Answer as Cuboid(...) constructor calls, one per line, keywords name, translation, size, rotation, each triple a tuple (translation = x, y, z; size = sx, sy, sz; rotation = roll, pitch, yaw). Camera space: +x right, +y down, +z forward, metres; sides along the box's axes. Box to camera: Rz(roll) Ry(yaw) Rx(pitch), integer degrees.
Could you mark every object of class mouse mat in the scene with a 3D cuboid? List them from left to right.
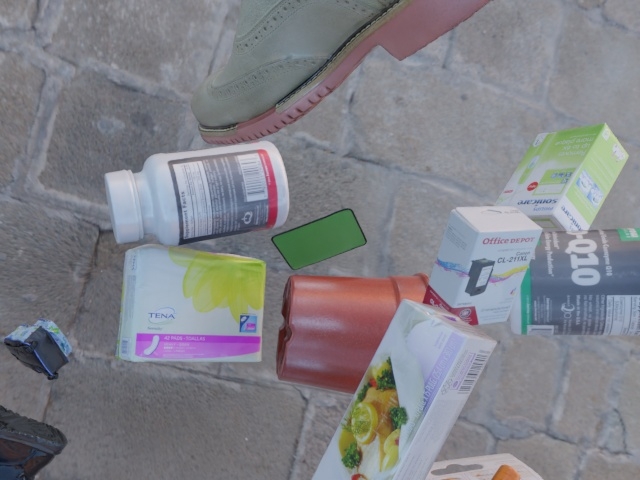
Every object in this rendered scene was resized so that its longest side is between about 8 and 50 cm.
Cuboid(name="mouse mat", translation=(0.000, 0.000, 1.376), size=(0.189, 0.153, 0.007), rotation=(-21, 54, 7))

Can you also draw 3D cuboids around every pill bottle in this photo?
Cuboid(name="pill bottle", translation=(-0.234, -0.085, 1.176), size=(0.318, 0.176, 0.177), rotation=(-10, 91, -21))
Cuboid(name="pill bottle", translation=(0.547, 0.080, 1.191), size=(0.360, 0.204, 0.205), rotation=(-3, 88, 16))

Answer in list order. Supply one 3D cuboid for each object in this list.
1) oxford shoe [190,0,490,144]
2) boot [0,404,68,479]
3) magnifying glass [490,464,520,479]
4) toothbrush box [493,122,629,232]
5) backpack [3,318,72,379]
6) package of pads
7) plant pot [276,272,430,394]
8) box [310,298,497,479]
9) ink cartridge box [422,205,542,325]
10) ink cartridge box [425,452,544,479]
Cuboid(name="oxford shoe", translation=(-0.010, -0.201, 0.518), size=(0.146, 0.396, 0.141), rotation=(48, 49, -19))
Cuboid(name="boot", translation=(-0.619, 0.412, 1.129), size=(0.207, 0.094, 0.246), rotation=(-53, 133, -7))
Cuboid(name="magnifying glass", translation=(0.125, 0.320, 0.613), size=(0.026, 0.092, 0.231), rotation=(41, 70, 14))
Cuboid(name="toothbrush box", translation=(0.573, -0.131, 1.504), size=(0.122, 0.206, 0.283), rotation=(41, 73, -23))
Cuboid(name="backpack", translation=(-0.556, 0.208, 1.226), size=(0.084, 0.114, 0.105), rotation=(-51, 130, -40))
Cuboid(name="package of pads", translation=(-0.257, 0.132, 1.275), size=(0.296, 0.101, 0.230), rotation=(7, 81, -35))
Cuboid(name="plant pot", translation=(0.056, 0.180, 1.202), size=(0.264, 0.272, 0.273), rotation=(8, 85, -8))
Cuboid(name="box", translation=(0.031, 0.203, 0.492), size=(0.067, 0.063, 0.324), rotation=(18, 100, -50))
Cuboid(name="ink cartridge box", translation=(0.247, 0.041, 0.960), size=(0.127, 0.072, 0.175), rotation=(-3, 122, -25))
Cuboid(name="ink cartridge box", translation=(0.323, 0.540, 1.164), size=(0.307, 0.385, 0.091), rotation=(-2, 98, -15))
